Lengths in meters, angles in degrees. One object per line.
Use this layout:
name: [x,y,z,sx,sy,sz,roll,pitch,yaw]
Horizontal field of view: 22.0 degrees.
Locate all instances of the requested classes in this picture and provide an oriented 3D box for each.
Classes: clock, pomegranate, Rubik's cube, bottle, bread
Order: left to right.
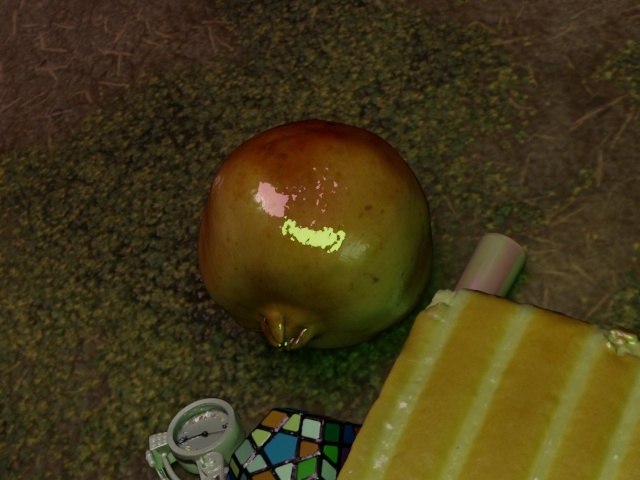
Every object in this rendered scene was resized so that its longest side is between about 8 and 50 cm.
clock: [-0.101,0.193,1.405,0.087,0.041,0.129,-25,39,0]
Rubik's cube: [-0.011,0.193,1.308,0.133,0.112,0.133,-15,49,17]
pomegranate: [0.000,-0.006,1.414,0.209,0.209,0.209,-14,46,16]
bottle: [0.139,0.043,1.413,0.045,0.045,0.096,13,61,35]
bread: [0.160,0.161,1.225,0.239,0.111,0.246,15,53,19]
